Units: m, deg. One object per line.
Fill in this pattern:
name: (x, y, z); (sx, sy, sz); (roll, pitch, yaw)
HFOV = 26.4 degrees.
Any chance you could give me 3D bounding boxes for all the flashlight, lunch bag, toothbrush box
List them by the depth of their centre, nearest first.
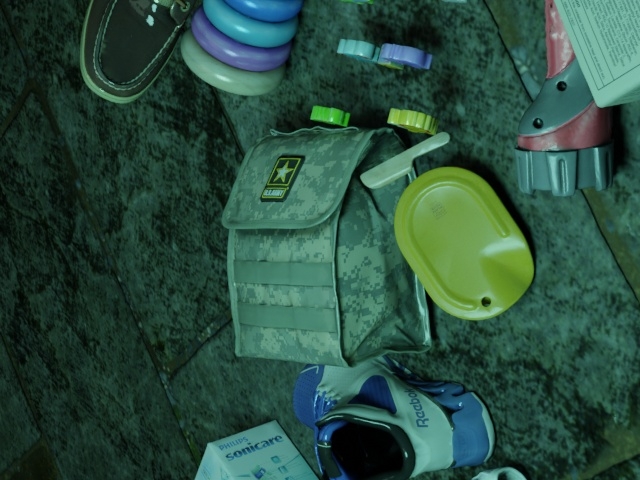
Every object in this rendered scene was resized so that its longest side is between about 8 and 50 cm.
flashlight: (0.232, -0.200, 1.337); (0.103, 0.103, 0.304); (7, 109, 47)
lunch bag: (0.000, 0.000, 1.668); (0.235, 0.169, 0.287); (1, 97, 51)
toothbrush box: (-0.062, 0.442, 1.942); (0.295, 0.126, 0.216); (52, 138, 30)

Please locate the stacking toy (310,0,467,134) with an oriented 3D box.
stacking toy: (0.067, -0.211, 1.544); (0.221, 0.052, 0.167); (13, 89, 52)

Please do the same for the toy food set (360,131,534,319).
toy food set: (0.157, -0.014, 1.540); (0.128, 0.071, 0.218); (-35, 78, 19)

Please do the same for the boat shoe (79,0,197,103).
boat shoe: (-0.198, -0.336, 1.708); (0.342, 0.123, 0.123); (-64, 12, -15)

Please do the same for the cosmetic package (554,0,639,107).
cosmetic package: (0.335, -0.246, 1.129); (0.309, 0.113, 0.160); (-31, 76, 55)

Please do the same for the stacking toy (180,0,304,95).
stacking toy: (-0.063, -0.345, 1.662); (0.141, 0.141, 0.330); (49, 132, 31)

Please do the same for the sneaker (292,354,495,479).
sneaker: (0.041, 0.221, 1.675); (0.315, 0.182, 0.128); (10, 109, 51)

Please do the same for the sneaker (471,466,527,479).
sneaker: (0.185, 0.332, 1.611); (0.305, 0.114, 0.152); (5, 93, 48)
